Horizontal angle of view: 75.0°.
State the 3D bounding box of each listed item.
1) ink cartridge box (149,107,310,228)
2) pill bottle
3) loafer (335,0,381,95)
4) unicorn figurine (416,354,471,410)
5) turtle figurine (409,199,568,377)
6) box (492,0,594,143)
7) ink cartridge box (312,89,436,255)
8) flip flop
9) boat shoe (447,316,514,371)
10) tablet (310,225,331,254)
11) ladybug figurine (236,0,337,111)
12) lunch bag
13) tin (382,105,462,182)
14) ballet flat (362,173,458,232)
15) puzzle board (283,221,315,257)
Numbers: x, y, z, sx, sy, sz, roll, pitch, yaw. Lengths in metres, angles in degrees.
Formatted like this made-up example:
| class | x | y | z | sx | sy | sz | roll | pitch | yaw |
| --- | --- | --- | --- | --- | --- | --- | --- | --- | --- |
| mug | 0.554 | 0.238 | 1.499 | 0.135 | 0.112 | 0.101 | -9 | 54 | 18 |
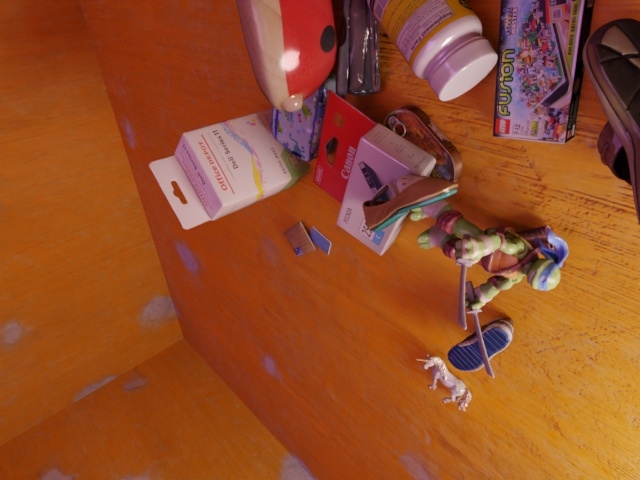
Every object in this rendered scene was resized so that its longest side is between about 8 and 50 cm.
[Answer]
| class | x | y | z | sx | sy | sz | roll | pitch | yaw |
| --- | --- | --- | --- | --- | --- | --- | --- | --- | --- |
| ink cartridge box | -0.227 | -0.192 | 1.080 | 0.207 | 0.353 | 0.119 | 61 | 146 | 0 |
| pill bottle | 0.173 | -0.332 | 0.652 | 0.208 | 0.119 | 0.119 | 60 | 147 | 11 |
| loafer | 0.085 | -0.417 | 0.765 | 0.095 | 0.109 | 0.302 | 5 | 130 | 0 |
| unicorn figurine | 0.308 | 0.349 | 1.050 | 0.162 | 0.060 | 0.111 | 27 | 136 | 17 |
| turtle figurine | 0.250 | 0.047 | 0.744 | 0.274 | 0.198 | 0.266 | -59 | 41 | 13 |
| box | 0.319 | -0.252 | 0.610 | 0.114 | 0.036 | 0.207 | 21 | 130 | 44 |
| ink cartridge box | 0.080 | -0.131 | 0.906 | 0.261 | 0.066 | 0.296 | 37 | 151 | 15 |
| flip flop | 0.402 | -0.139 | 0.537 | 0.277 | 0.112 | 0.080 | 62 | 172 | -6 |
| boat shoe | 0.346 | 0.222 | 0.890 | 0.066 | 0.066 | 0.183 | 50 | 139 | 12 |
| tablet | 0.000 | 0.000 | 1.235 | 0.083 | 0.006 | 0.054 | 42 | 142 | 27 |
| ladybug figurine | -0.069 | -0.464 | 0.777 | 0.305 | 0.162 | 0.449 | -63 | -37 | -88 |
| lunch bag | -0.042 | -0.311 | 0.993 | 0.176 | 0.090 | 0.219 | 44 | 142 | 28 |
| tin | 0.198 | -0.179 | 0.822 | 0.189 | 0.040 | 0.106 | 53 | 141 | 10 |
| ballet flat | 0.144 | -0.077 | 0.751 | 0.232 | 0.080 | 0.073 | -30 | 80 | 58 |
| puzzle board | -0.066 | -0.002 | 1.310 | 0.096 | 0.011 | 0.128 | 61 | 150 | -2 |
